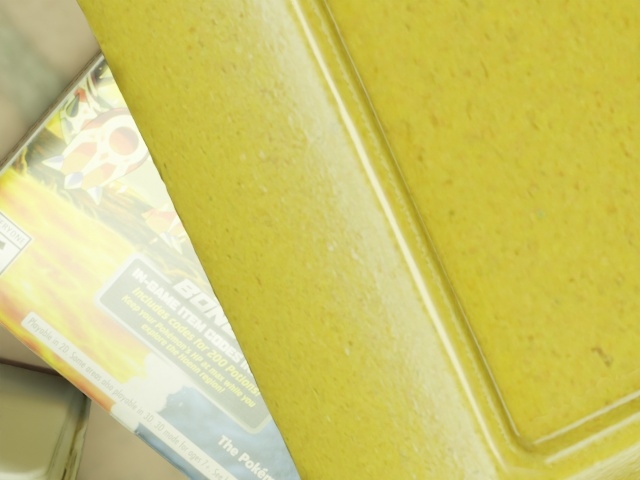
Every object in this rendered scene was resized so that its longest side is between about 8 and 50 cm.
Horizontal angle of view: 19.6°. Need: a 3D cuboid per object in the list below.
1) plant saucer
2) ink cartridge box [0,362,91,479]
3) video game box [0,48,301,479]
[{"bbox_3d":[0.108,-0.077,0.586,0.333,0.081,0.332,-26,99,-7],"label":"plant saucer"},{"bbox_3d":[-0.221,0.181,0.635,0.223,0.129,0.307,14,101,-5],"label":"ink cartridge box"},{"bbox_3d":[0.000,0.000,0.650,0.205,0.048,0.187,40,94,-11],"label":"video game box"}]
